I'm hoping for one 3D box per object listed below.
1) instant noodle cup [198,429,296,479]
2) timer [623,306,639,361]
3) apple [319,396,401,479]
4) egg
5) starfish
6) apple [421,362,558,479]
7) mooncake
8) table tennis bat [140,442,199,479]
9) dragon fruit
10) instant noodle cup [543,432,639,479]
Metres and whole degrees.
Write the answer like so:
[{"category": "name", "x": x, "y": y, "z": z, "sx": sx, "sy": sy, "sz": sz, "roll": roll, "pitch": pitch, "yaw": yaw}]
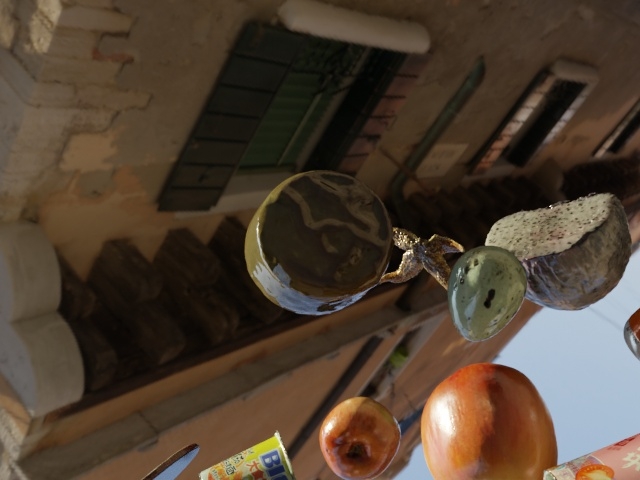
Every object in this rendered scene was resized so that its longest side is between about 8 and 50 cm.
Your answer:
[{"category": "instant noodle cup", "x": -0.109, "y": 0.445, "z": 1.198, "sx": 0.153, "sy": 0.205, "sz": 0.205, "roll": -19, "pitch": -133, "yaw": -13}, {"category": "timer", "x": 0.593, "y": 0.154, "z": 1.222, "sx": 0.099, "sy": 0.136, "sz": 0.136, "roll": 26, "pitch": -152, "yaw": -25}, {"category": "apple", "x": 0.099, "y": 0.496, "z": 1.783, "sx": 0.209, "sy": 0.209, "sz": 0.164, "roll": 36, "pitch": -172, "yaw": 6}, {"category": "egg", "x": 0.277, "y": 0.090, "z": 1.195, "sx": 0.131, "sy": 0.164, "sz": 0.131, "roll": 8, "pitch": -177, "yaw": 0}, {"category": "starfish", "x": 0.211, "y": 0.045, "z": 1.569, "sx": 0.248, "sy": 0.138, "sz": 0.050, "roll": 13, "pitch": -162, "yaw": 35}, {"category": "apple", "x": 0.296, "y": 0.357, "z": 1.269, "sx": 0.242, "sy": 0.242, "sz": 0.241, "roll": 24, "pitch": -144, "yaw": -16}, {"category": "mooncake", "x": 0.000, "y": 0.000, "z": 1.413, "sx": 0.285, "sy": 0.155, "sz": 0.284, "roll": 6, "pitch": -113, "yaw": -13}, {"category": "table tennis bat", "x": -0.294, "y": 0.401, "z": 1.048, "sx": 0.022, "sy": 0.173, "sz": 0.301, "roll": 46, "pitch": -135, "yaw": 13}, {"category": "dragon fruit", "x": 0.497, "y": 0.053, "z": 1.473, "sx": 0.221, "sy": 0.283, "sz": 0.204, "roll": 55, "pitch": -136, "yaw": -26}, {"category": "instant noodle cup", "x": 0.451, "y": 0.376, "z": 0.981, "sx": 0.231, "sy": 0.243, "sz": 0.243, "roll": -16, "pitch": -142, "yaw": 0}]
